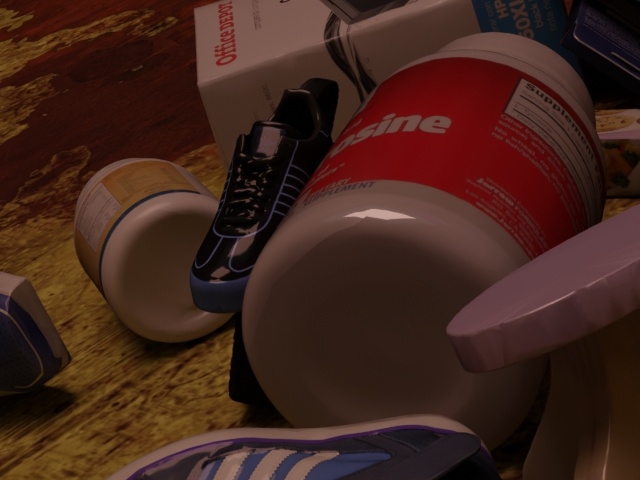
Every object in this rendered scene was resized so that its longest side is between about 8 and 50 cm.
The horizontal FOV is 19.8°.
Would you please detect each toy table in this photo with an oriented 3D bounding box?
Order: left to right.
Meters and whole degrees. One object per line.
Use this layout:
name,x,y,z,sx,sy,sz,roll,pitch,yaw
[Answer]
toy table,0.211,0.075,1.160,0.274,0.161,0.252,-27,4,-36

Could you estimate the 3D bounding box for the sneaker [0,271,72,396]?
sneaker,-0.389,0.139,1.695,0.315,0.127,0.182,-11,27,38

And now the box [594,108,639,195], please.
box,0.229,-0.083,1.743,0.324,0.063,0.067,2,30,42

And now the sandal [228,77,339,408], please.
sandal,0.000,0.003,1.667,0.107,0.168,0.446,9,34,2

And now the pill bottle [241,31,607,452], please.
pill bottle,0.104,-0.014,1.474,0.229,0.229,0.408,-10,24,23

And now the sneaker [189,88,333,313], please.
sneaker,-0.051,-0.036,1.489,0.081,0.090,0.232,2,35,20

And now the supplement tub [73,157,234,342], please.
supplement tub,-0.157,0.003,1.760,0.144,0.144,0.199,-24,22,-11

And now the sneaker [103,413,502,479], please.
sneaker,-0.025,0.218,1.176,0.322,0.130,0.236,-13,19,3

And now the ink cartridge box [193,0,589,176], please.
ink cartridge box,0.066,-0.208,2.026,0.394,0.166,0.285,-18,23,3

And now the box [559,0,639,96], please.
box,0.315,-0.202,1.868,0.036,0.136,0.225,-55,4,29
